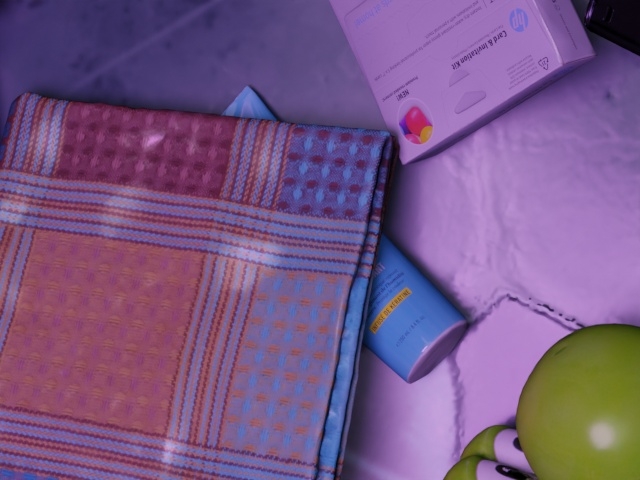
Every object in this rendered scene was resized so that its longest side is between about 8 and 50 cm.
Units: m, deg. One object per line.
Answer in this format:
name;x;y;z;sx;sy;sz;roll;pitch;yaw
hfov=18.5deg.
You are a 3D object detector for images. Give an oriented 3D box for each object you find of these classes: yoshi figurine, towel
yoshi figurine;0.244;0.157;1.076;0.362;0.203;0.203;19;87;16
towel;-0.111;0.097;1.171;0.271;0.040;0.370;7;76;19

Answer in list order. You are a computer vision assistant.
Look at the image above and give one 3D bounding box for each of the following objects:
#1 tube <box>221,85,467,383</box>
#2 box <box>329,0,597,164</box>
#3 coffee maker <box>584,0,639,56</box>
tube;0.000;0.000;1.209;0.207;0.052;0.080;43;89;17
box;0.066;-0.158;1.159;0.145;0.038;0.186;-32;79;46
coffee maker;0.244;-0.128;1.082;0.178;0.171;0.120;31;113;14
